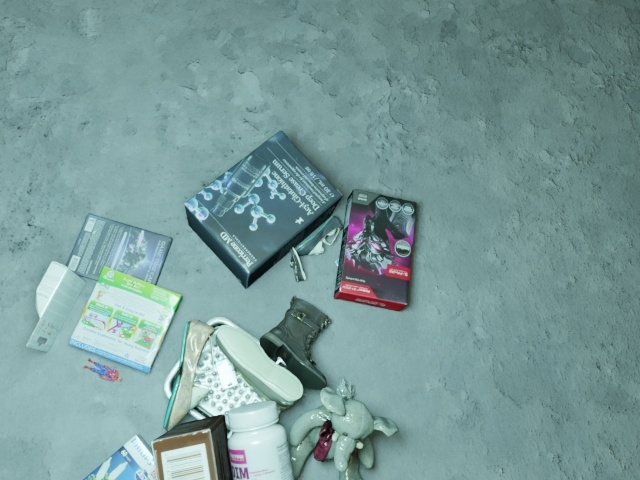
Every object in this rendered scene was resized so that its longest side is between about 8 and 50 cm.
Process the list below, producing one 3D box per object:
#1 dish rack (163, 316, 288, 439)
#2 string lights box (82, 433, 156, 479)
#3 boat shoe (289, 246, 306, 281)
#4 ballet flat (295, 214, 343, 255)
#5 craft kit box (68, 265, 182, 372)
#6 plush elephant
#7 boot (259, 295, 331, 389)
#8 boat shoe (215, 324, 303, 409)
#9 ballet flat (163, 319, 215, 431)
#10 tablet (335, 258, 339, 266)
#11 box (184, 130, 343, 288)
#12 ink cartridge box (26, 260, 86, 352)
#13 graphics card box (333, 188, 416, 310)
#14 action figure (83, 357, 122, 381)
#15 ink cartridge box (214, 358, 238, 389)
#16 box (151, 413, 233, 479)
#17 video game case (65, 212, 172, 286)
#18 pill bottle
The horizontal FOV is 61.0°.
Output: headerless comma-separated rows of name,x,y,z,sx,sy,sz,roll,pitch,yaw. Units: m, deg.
dish rack,-0.262,0.422,1.624,0.333,0.072,0.285,34,72,2
string lights box,-0.569,0.674,1.491,0.260,0.077,0.133,-40,82,-18
boat shoe,-0.080,0.080,1.750,0.038,0.046,0.125,-20,121,-3
ballet flat,0.000,0.000,1.801,0.074,0.074,0.203,45,69,6
craft kit box,-0.578,0.235,1.624,0.250,0.061,0.246,22,80,-3
plush elephant,0.062,0.549,1.536,0.272,0.255,0.330,23,69,-7
boot,-0.035,0.301,1.656,0.263,0.091,0.229,40,44,9
boat shoe,-0.191,0.368,1.560,0.305,0.091,0.109,40,32,4
ballet flat,-0.359,0.382,1.534,0.106,0.107,0.316,13,72,-12
tablet,0.091,0.094,1.819,0.054,0.006,0.083,-26,80,-16
box,-0.181,-0.096,1.724,0.395,0.212,0.293,-42,84,-18
ink cartridge box,-0.769,0.191,1.547,0.066,0.189,0.232,26,71,0
graphics card box,0.185,0.029,1.806,0.233,0.094,0.371,12,69,-7
action figure,-0.636,0.385,1.596,0.115,0.030,0.038,26,66,-3
ink cartridge box,-0.273,0.388,1.581,0.048,0.028,0.083,-16,75,-13
box,-0.304,0.553,1.347,0.143,0.381,0.191,-10,77,-6
video game case,-0.629,0.044,1.704,0.274,0.026,0.196,17,71,-5
pill bottle,-0.162,0.590,1.461,0.160,0.160,0.283,-9,84,-12
